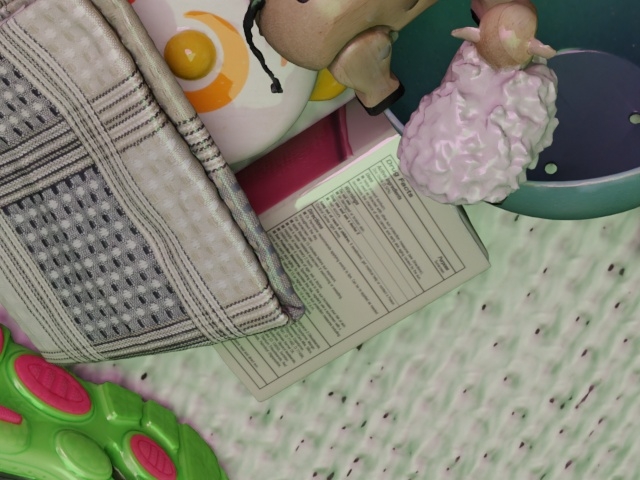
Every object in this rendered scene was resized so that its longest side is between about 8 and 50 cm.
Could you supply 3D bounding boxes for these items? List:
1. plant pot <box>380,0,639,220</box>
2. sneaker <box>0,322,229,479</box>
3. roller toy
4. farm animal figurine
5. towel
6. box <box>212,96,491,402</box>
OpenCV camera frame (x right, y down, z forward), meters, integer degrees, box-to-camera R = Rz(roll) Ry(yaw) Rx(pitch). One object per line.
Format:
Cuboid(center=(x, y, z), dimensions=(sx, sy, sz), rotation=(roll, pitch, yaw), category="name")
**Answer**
Cuboid(center=(0.189, -0.131, 0.806), dimensions=(0.290, 0.290, 0.195), rotation=(-24, 153, 6), category="plant pot")
Cuboid(center=(-0.259, 0.227, 0.991), dimensions=(0.482, 0.185, 0.202), rotation=(40, 124, -18), category="sneaker")
Cuboid(center=(-0.095, -0.155, 0.813), dimensions=(0.191, 0.146, 0.209), rotation=(-39, 113, 14), category="roller toy")
Cuboid(center=(0.067, -0.227, 0.663), dimensions=(0.327, 0.330, 0.172), rotation=(-51, 154, -3), category="farm animal figurine")
Cuboid(center=(-0.198, -0.044, 0.794), dimensions=(0.312, 0.056, 0.324), rotation=(-12, 115, 43), category="towel")
Cuboid(center=(0.000, 0.000, 0.907), dimensions=(0.232, 0.127, 0.149), rotation=(-31, 114, 9), category="box")
